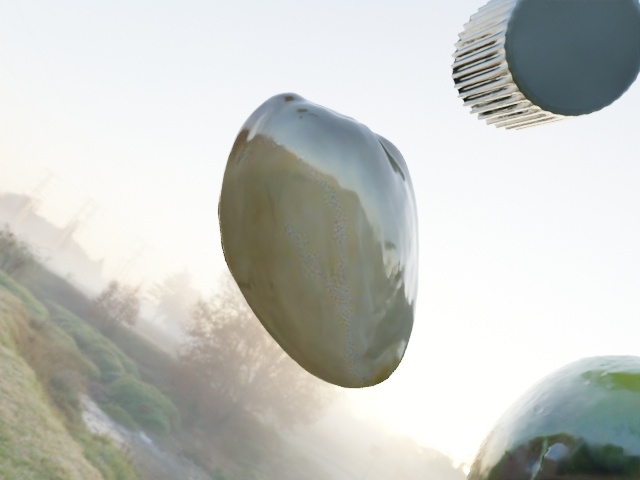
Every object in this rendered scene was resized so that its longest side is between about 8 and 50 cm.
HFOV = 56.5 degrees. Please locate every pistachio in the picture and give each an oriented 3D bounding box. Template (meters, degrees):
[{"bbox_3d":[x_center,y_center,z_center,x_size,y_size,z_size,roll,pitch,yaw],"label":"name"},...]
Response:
[{"bbox_3d":[0.000,0.000,0.434,0.144,0.144,0.215,8,-68,58],"label":"pistachio"}]

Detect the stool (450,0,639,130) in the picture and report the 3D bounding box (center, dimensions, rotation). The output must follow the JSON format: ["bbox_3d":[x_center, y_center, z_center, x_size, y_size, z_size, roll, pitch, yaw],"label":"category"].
[{"bbox_3d":[0.435,-0.366,1.164,0.297,0.297,0.330,36,8,-6],"label":"stool"}]

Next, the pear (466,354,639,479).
[{"bbox_3d":[0.268,0.278,0.529,0.165,0.398,0.399,24,-6,-38],"label":"pear"}]
